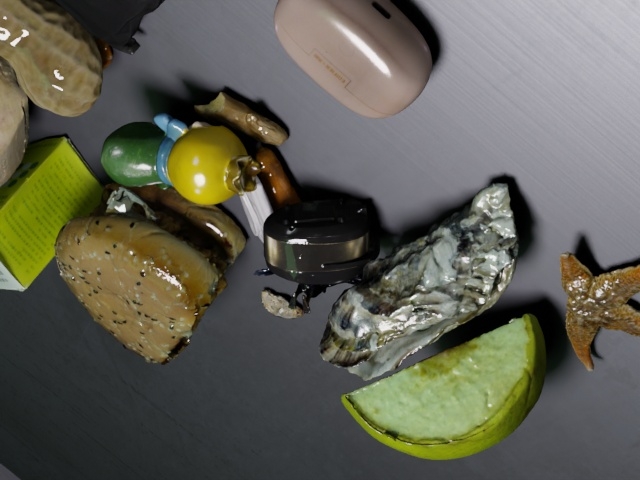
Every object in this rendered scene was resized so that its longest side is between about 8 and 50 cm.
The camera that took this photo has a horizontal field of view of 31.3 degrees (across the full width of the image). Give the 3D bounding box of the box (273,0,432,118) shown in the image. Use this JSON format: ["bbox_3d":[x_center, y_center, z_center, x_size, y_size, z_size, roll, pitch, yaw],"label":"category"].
[{"bbox_3d":[0.037,-0.232,1.339,0.200,0.088,0.146,42,147,-4],"label":"box"}]

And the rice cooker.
[{"bbox_3d":[0.000,0.000,1.610,0.165,0.112,0.106,-9,119,4],"label":"rice cooker"}]

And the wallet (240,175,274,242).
[{"bbox_3d":[-0.093,-0.044,1.694,0.124,0.032,0.183,52,164,46],"label":"wallet"}]

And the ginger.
[{"bbox_3d":[-0.109,-0.171,1.591,0.137,0.044,0.057,24,135,16],"label":"ginger"}]

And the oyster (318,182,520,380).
[{"bbox_3d":[0.139,0.050,1.501,0.351,0.158,0.162,-44,52,29],"label":"oyster"}]

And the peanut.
[{"bbox_3d":[-0.417,-0.306,1.600,0.298,0.136,0.120,46,151,-19],"label":"peanut"}]

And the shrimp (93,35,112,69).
[{"bbox_3d":[-0.354,-0.278,1.705,0.091,0.025,0.127,38,142,0],"label":"shrimp"}]

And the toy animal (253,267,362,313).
[{"bbox_3d":[-0.012,0.066,1.741,0.220,0.108,0.062,7,111,24],"label":"toy animal"}]

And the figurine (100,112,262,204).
[{"bbox_3d":[-0.176,-0.113,1.628,0.234,0.185,0.127,0,90,23],"label":"figurine"}]

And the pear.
[{"bbox_3d":[0.196,0.233,1.600,0.239,0.288,0.139,51,-165,-74],"label":"pear"}]

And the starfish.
[{"bbox_3d":[0.377,0.092,1.458,0.138,0.050,0.247,14,147,30],"label":"starfish"}]

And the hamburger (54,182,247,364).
[{"bbox_3d":[-0.286,0.035,1.872,0.277,0.195,0.318,37,145,-2],"label":"hamburger"}]

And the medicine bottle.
[{"bbox_3d":[-0.500,-0.043,1.922,0.137,0.250,0.141,1,135,41],"label":"medicine bottle"}]

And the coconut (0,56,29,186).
[{"bbox_3d":[-0.623,-0.209,1.789,0.353,0.352,0.352,25,144,19],"label":"coconut"}]

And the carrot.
[{"bbox_3d":[-0.047,-0.051,1.670,0.061,0.061,0.209,3,130,41],"label":"carrot"}]

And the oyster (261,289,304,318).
[{"bbox_3d":[-0.061,0.108,1.904,0.083,0.019,0.054,19,141,30],"label":"oyster"}]

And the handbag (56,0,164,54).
[{"bbox_3d":[-0.339,-0.396,1.504,0.332,0.075,0.191,44,147,-12],"label":"handbag"}]
